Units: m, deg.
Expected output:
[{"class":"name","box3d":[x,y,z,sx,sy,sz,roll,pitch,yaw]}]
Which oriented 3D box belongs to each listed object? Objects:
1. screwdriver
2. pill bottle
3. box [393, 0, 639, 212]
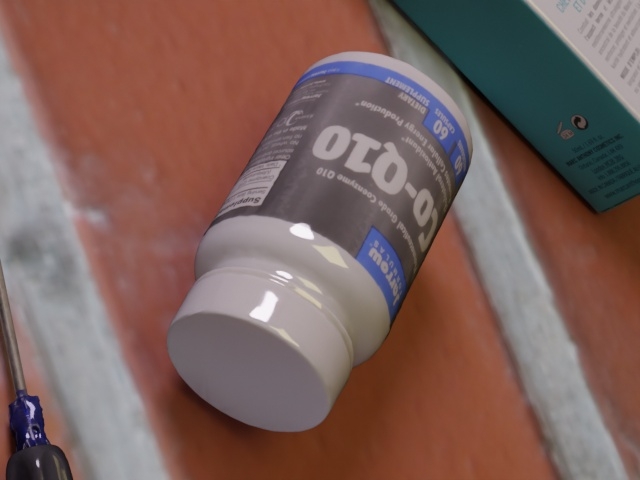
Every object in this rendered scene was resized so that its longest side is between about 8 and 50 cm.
[{"class":"screwdriver","box3d":[-0.104,0.042,0.644,0.025,0.024,0.170,32,40,-59]},{"class":"pill bottle","box3d":[0.000,0.000,0.698,0.078,0.078,0.137,40,52,-16]},{"class":"box","box3d":[0.080,-0.134,0.830,0.244,0.060,0.100,45,50,-12]}]
